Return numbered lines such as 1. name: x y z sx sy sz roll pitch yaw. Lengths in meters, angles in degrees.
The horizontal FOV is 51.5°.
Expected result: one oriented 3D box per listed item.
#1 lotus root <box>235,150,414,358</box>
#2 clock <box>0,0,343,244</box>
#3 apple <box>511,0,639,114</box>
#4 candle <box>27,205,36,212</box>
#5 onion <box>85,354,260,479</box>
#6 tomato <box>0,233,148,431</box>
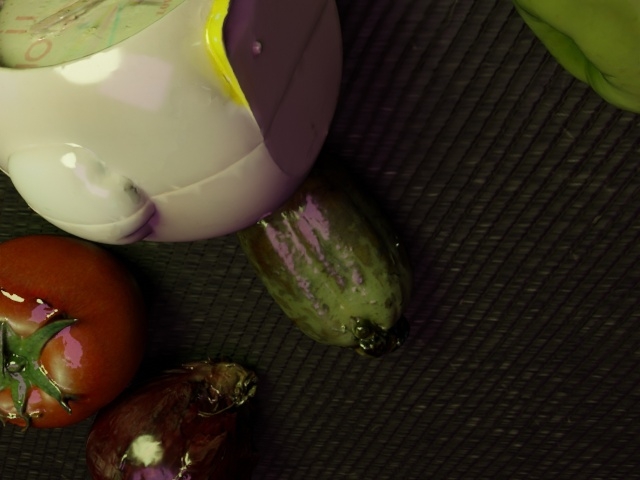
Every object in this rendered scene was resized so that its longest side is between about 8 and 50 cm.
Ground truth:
1. lotus root: 0.000 0.000 0.789 0.173 0.173 0.309 -25 113 21
2. clock: -0.175 -0.163 0.632 0.376 0.369 0.251 7 150 24
3. apple: 0.291 -0.249 0.559 0.278 0.279 0.279 4 121 7
4. candle: -0.335 -0.094 0.861 0.026 0.021 0.167 46 119 6
5. onion: -0.202 0.318 0.975 0.221 0.280 0.281 26 134 46
6. tomato: -0.355 0.116 0.868 0.255 0.224 0.256 3 116 7
